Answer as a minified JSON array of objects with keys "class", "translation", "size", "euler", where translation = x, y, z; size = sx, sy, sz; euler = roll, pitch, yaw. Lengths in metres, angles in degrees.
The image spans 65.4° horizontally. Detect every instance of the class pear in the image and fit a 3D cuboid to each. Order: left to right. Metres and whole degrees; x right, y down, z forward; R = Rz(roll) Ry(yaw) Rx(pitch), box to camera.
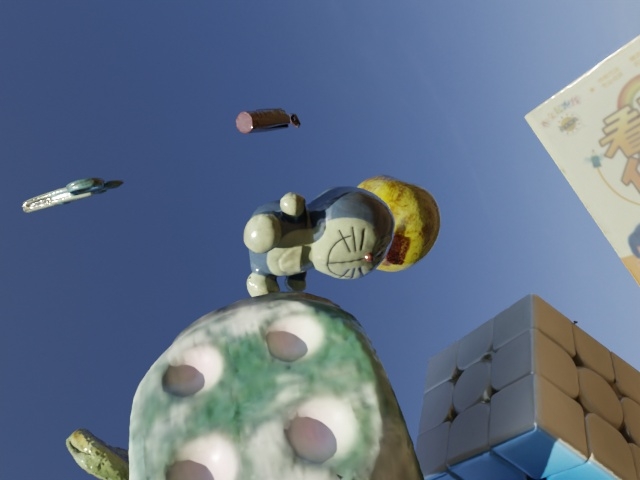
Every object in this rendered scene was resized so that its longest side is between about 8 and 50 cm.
[{"class":"pear","translation":[0.200,-0.047,1.418],"size":[0.284,0.284,0.283],"euler":[7,-99,-46]}]

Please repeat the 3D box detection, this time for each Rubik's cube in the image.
[{"class":"Rubik's cube","translation":[0.373,0.331,0.875],"size":[0.292,0.290,0.291],"euler":[34,-141,-8]}]

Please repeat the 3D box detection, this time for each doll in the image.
[{"class":"doll","translation":[0.000,0.000,0.862],"size":[0.154,0.258,0.228],"euler":[-94,3,-47]}]

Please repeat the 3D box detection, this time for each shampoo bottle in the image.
[{"class":"shampoo bottle","translation":[-0.144,-0.350,1.455],"size":[0.236,0.067,0.068],"euler":[-27,-81,-54]}]

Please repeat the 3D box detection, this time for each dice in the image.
[{"class":"dice","translation":[-0.054,0.302,0.714],"size":[0.328,0.348,0.330],"euler":[-17,-49,-6]}]

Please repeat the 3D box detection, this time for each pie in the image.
[{"class":"pie","translation":[-0.484,0.548,1.213],"size":[0.302,0.302,0.067],"euler":[48,-119,-31]}]

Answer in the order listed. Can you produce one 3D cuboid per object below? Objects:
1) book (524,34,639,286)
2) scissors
[{"class":"book","translation":[0.393,-0.077,0.542],"size":[0.020,0.208,0.295],"euler":[-27,-97,-44]},{"class":"scissors","translation":[-0.633,-0.113,1.242],"size":[0.138,0.289,0.041],"euler":[-19,-84,-71]}]
